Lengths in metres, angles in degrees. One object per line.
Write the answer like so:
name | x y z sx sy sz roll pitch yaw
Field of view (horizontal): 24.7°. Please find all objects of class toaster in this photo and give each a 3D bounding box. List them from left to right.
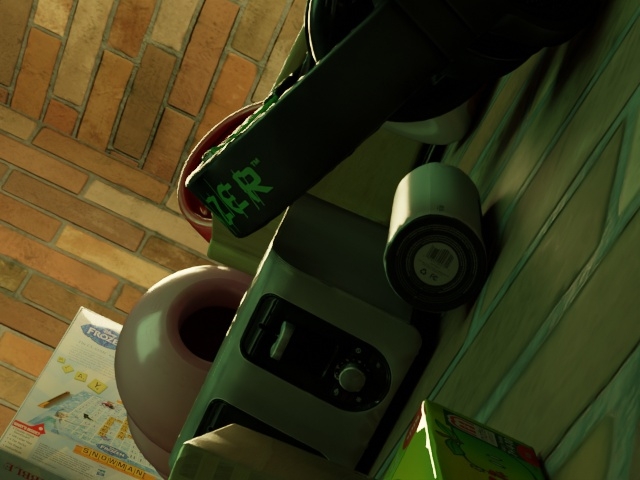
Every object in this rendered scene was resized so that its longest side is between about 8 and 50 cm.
toaster | -0.004 0.071 0.922 0.168 0.110 0.185 -63 2 21

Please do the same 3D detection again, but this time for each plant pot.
plant pot | -0.048 -0.043 1.722 0.174 0.191 0.191 51 -127 -42

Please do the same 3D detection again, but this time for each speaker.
speaker | 0.065 -0.005 0.827 0.136 0.055 0.055 -72 8 -75

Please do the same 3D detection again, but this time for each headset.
headset | 0.056 -0.171 0.880 0.394 0.185 0.243 -44 6 -19

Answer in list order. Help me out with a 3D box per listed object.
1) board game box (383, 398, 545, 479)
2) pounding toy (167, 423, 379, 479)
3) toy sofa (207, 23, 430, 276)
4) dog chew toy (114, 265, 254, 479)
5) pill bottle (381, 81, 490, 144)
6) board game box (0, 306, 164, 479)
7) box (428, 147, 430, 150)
board game box | 0.032 0.115 0.409 0.092 0.043 0.181 -64 2 8
pounding toy | -0.033 0.186 0.671 0.206 0.094 0.181 30 -100 -83
toy sofa | 0.031 -0.117 1.361 0.177 0.150 0.362 102 -169 -66
dog chew toy | -0.120 0.170 1.579 0.332 0.207 0.206 103 -171 -57
pill bottle | 0.105 -0.198 1.209 0.216 0.121 0.121 -65 2 -14
board game box | -0.263 0.273 2.081 0.318 0.319 0.066 -66 2 -52
box | 0.050 -0.076 1.534 0.170 0.091 0.130 122 173 -69
